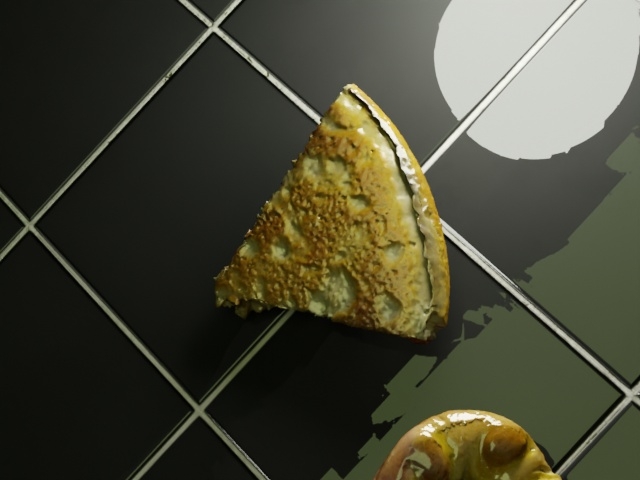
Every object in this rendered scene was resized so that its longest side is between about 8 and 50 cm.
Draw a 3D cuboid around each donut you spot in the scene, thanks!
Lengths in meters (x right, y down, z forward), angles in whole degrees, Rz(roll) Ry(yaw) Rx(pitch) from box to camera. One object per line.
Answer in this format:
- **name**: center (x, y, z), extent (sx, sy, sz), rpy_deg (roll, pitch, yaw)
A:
- **donut**: center (0.197, 0.402, 1.744), extent (0.317, 0.150, 0.299), rpy_deg (-23, 87, -10)

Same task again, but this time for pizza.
- **pizza**: center (0.000, 0.000, 1.991), extent (0.406, 0.130, 0.440), rpy_deg (-22, 77, 21)
